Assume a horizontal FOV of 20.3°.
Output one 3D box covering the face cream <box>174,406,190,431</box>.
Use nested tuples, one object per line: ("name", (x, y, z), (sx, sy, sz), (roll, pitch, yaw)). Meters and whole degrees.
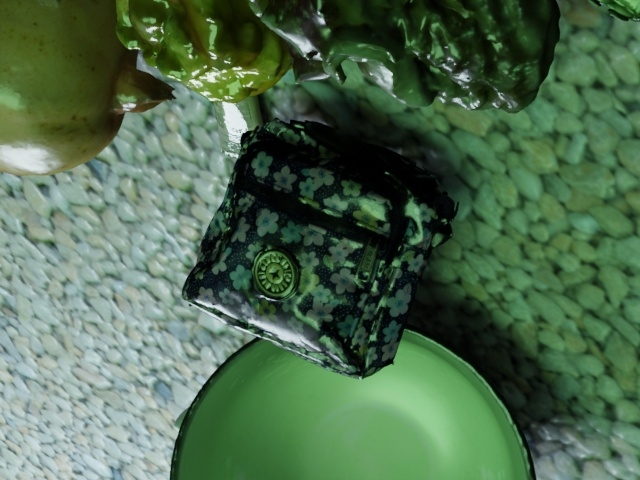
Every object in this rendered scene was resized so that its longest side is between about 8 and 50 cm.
("face cream", (-0.021, 0.329, 2.004), (0.370, 0.145, 0.145), (49, 143, -16))

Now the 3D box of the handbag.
("handbag", (0.000, 0.000, 1.603), (0.228, 0.127, 0.208), (26, 108, 24))

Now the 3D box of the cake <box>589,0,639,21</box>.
("cake", (0.257, -0.269, 1.219), (0.100, 0.099, 0.235), (36, 123, 6))

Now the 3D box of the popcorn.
("popcorn", (-0.095, -0.202, 1.497), (0.197, 0.156, 0.198), (31, 156, 15))

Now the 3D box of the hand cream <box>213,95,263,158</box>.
("hand cream", (-0.074, -0.119, 1.671), (0.061, 0.039, 0.143), (16, 147, 17))

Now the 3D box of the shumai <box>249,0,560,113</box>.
("shumai", (0.040, -0.185, 1.303), (0.256, 0.218, 0.189), (58, 148, 17))

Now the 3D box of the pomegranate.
("pomegranate", (-0.266, -0.159, 1.651), (0.207, 0.207, 0.207), (23, 141, 20))

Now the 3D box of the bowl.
("bowl", (0.043, 0.238, 1.763), (0.354, 0.354, 0.185), (34, -172, 6))
